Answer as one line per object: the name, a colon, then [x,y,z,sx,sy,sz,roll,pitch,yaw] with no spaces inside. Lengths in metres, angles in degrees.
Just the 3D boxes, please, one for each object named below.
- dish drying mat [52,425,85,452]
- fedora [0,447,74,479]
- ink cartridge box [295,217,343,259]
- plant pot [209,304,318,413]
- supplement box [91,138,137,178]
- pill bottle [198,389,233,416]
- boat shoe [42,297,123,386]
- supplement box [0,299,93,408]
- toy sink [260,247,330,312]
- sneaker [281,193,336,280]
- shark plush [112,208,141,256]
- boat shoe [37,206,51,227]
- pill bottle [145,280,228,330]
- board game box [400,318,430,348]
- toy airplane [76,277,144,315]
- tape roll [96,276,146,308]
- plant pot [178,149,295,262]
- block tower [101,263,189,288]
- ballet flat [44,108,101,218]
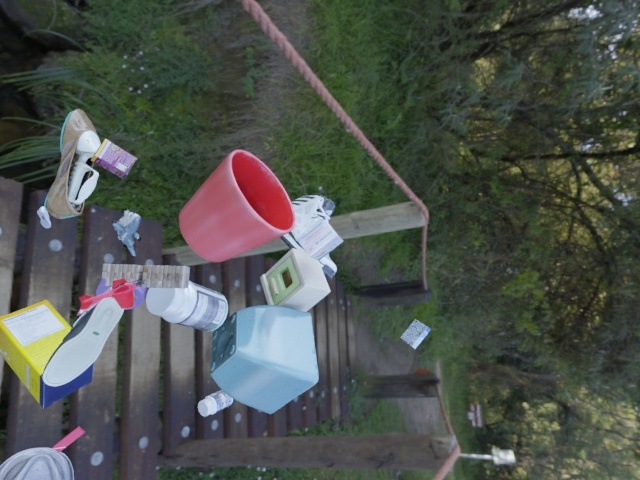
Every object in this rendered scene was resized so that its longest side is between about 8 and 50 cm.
dish drying mat: [-0.752,0.596,1.241,0.083,0.008,0.032,-37,124,-23]
fedora: [-0.921,0.792,1.332,0.243,0.124,0.276,20,41,-29]
ink cartridge box: [0.000,0.000,1.245,0.062,0.104,0.181,51,4,13]
plant pot: [-0.189,0.339,1.261,0.252,0.248,0.247,28,34,-31]
supplement box: [-0.506,-0.200,1.019,0.083,0.043,0.055,35,61,-31]
pill bottle: [-0.446,0.688,1.762,0.137,0.078,0.078,-6,90,-57]
boat shoe: [-0.570,0.238,1.000,0.084,0.079,0.233,48,59,-32]
supplement box: [-1.099,0.444,1.655,0.194,0.356,0.195,-26,147,-52]
toy sink: [-0.108,0.163,1.400,0.131,0.234,0.153,19,39,-44]
sneaker: [-0.021,-0.050,1.632,0.447,0.257,0.169,44,-5,44]
shark plush: [-0.550,-0.012,1.195,0.073,0.067,0.161,-73,179,-64]
boat shoe: [-1.081,-0.092,1.630,0.100,0.035,0.035,101,-8,-45]
pill bottle: [-0.618,0.298,1.942,0.361,0.204,0.204,41,46,-57]
board game box: [0.342,0.337,1.498,0.020,0.090,0.090,44,-5,-18]
toy airplane: [-0.463,0.119,0.914,0.151,0.151,0.028,-66,148,-56]
tape roll: [-0.858,0.211,1.796,0.080,0.188,0.189,-96,167,-47]
plant pot: [-0.247,-0.078,1.176,0.275,0.243,0.275,48,23,-27]
block tower: [-0.686,0.143,1.652,0.097,0.335,0.091,41,51,-80]
ballet flat: [-0.723,-0.227,1.253,0.116,0.124,0.343,52,47,-74]
